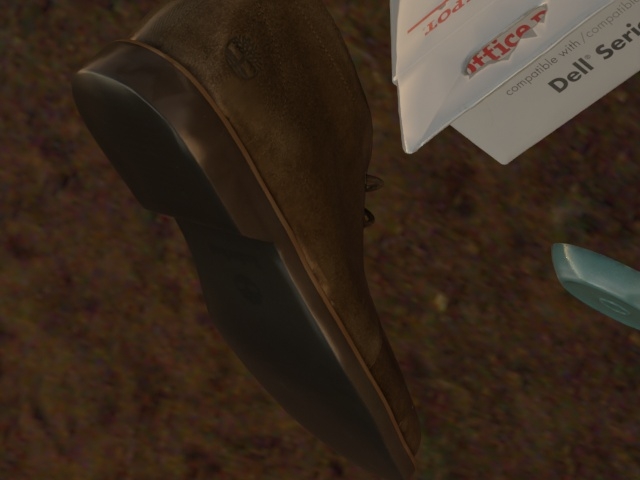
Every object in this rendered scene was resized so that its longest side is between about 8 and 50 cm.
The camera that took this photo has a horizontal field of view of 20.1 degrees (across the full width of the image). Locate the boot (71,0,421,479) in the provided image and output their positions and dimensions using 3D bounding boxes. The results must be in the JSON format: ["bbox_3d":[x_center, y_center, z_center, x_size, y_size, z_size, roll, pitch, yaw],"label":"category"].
[{"bbox_3d":[0.000,0.000,0.872,0.112,0.305,0.115,19,57,41],"label":"boot"}]

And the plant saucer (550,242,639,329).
[{"bbox_3d":[0.214,0.039,1.287,0.119,0.119,0.021,21,80,40],"label":"plant saucer"}]

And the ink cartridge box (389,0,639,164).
[{"bbox_3d":[0.158,-0.200,1.270,0.207,0.119,0.353,-36,35,32],"label":"ink cartridge box"}]
